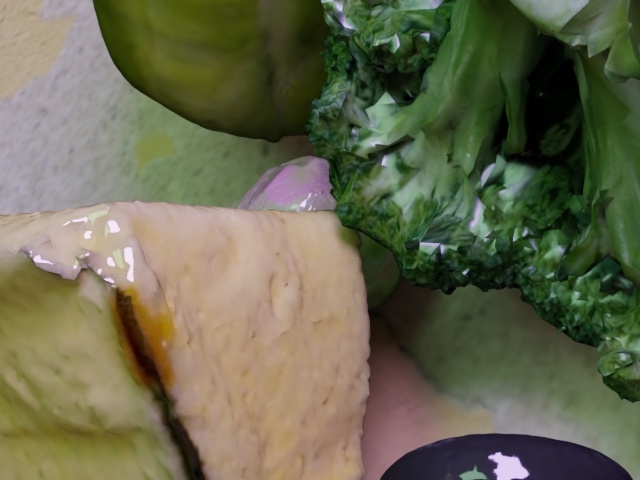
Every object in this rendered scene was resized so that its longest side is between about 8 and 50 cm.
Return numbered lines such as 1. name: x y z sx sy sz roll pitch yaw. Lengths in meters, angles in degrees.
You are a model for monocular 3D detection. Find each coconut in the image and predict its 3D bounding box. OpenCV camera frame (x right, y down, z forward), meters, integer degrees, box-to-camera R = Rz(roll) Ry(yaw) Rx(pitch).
1. coconut: 0.000 0.000 0.813 0.082 0.083 0.081 33 70 34

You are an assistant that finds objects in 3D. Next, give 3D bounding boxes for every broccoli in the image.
1. broccoli: 0.125 -0.078 0.655 0.294 0.245 0.265 4 76 38

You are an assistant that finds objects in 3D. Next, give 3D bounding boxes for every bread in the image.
1. bread: -0.123 0.107 0.737 0.263 0.198 0.236 -5 87 39

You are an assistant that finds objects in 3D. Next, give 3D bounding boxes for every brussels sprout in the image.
1. brussels sprout: -0.027 -0.156 0.850 0.161 0.223 0.223 8 67 25

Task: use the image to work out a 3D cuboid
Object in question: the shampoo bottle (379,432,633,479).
1. shampoo bottle: 0.062 0.210 0.612 0.101 0.101 0.284 -16 54 29
